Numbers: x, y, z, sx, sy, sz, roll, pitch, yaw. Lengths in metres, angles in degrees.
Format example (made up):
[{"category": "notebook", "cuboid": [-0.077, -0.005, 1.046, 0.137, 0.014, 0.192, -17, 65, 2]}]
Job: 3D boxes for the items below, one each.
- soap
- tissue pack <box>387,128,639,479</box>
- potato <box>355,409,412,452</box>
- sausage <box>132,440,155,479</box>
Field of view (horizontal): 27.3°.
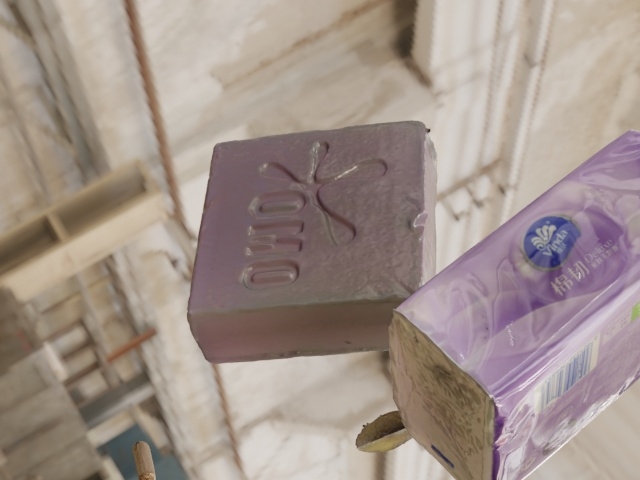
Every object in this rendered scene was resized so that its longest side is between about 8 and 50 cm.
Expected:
[{"category": "soap", "cuboid": [0.000, 0.000, 1.588, 0.107, 0.285, 0.296, 73, 15, -47]}, {"category": "tissue pack", "cuboid": [0.238, 0.072, 1.317, 0.160, 0.338, 0.242, 42, -24, 28]}, {"category": "potato", "cuboid": [0.093, 0.248, 1.715, 0.036, 0.093, 0.037, 48, 26, -37]}, {"category": "sausage", "cuboid": [-0.239, 0.304, 1.787, 0.026, 0.026, 0.116, 64, -5, -17]}]
